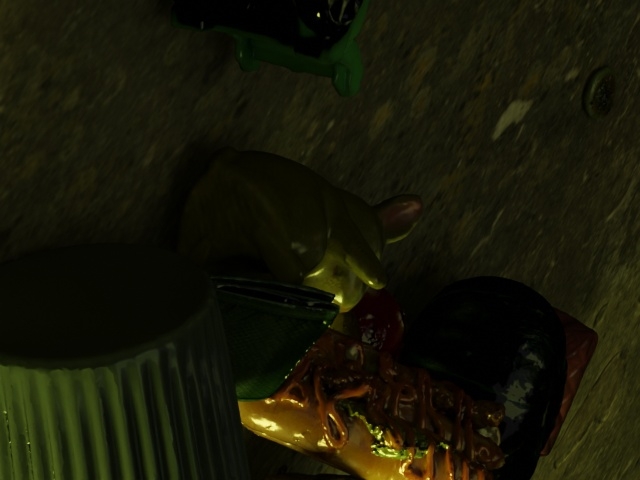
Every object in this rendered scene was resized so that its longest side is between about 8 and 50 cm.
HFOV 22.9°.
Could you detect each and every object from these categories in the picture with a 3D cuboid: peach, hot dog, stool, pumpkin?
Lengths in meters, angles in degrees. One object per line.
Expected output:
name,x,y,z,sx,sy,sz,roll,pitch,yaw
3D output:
peach,0.046,0.137,1.977,0.172,0.092,0.127,-64,148,-10
hot dog,0.064,0.199,1.852,0.117,0.349,0.158,-50,-163,54
stool,-0.209,0.198,1.514,0.297,0.297,0.330,-29,124,-43
pumpkin,0.197,0.192,2.093,0.315,0.238,0.315,-56,160,-33

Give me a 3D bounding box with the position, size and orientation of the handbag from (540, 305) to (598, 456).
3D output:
handbag,0.297,0.200,2.311,0.146,0.135,0.225,6,106,-55

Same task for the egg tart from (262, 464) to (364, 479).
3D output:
egg tart,-0.057,0.366,1.892,0.290,0.115,0.290,-41,162,-17

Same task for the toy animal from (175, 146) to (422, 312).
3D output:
toy animal,-0.002,0.016,1.769,0.363,0.181,0.180,20,55,-49

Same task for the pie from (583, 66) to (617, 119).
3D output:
pie,0.419,-0.218,2.352,0.084,0.021,0.084,-27,127,-43

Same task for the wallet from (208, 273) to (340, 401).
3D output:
wallet,-0.092,0.099,1.652,0.236,0.160,0.055,125,-30,-54

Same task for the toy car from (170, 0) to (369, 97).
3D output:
toy car,-0.038,-0.316,1.532,0.176,0.213,0.358,-22,122,-57
